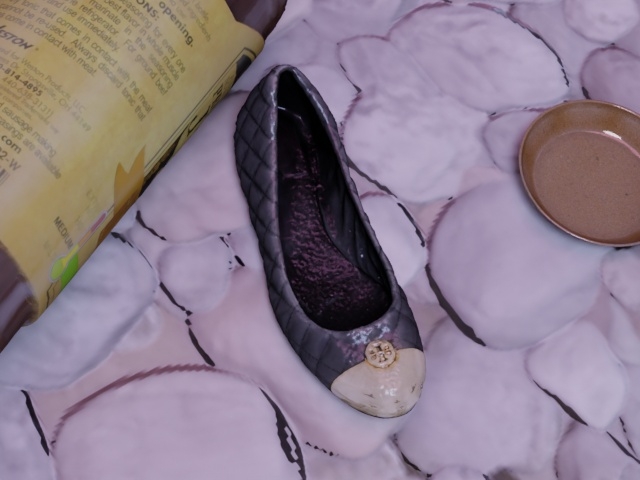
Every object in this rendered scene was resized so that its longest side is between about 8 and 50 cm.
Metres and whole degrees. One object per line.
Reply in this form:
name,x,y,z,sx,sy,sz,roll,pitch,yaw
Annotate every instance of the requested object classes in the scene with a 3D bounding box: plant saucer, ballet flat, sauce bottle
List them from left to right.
sauce bottle,-0.085,-0.097,0.624,0.111,0.111,0.344,32,62,10
ballet flat,0.000,0.000,0.618,0.057,0.049,0.173,-16,65,-16
plant saucer,0.135,-0.030,0.677,0.083,0.015,0.083,4,61,-7
